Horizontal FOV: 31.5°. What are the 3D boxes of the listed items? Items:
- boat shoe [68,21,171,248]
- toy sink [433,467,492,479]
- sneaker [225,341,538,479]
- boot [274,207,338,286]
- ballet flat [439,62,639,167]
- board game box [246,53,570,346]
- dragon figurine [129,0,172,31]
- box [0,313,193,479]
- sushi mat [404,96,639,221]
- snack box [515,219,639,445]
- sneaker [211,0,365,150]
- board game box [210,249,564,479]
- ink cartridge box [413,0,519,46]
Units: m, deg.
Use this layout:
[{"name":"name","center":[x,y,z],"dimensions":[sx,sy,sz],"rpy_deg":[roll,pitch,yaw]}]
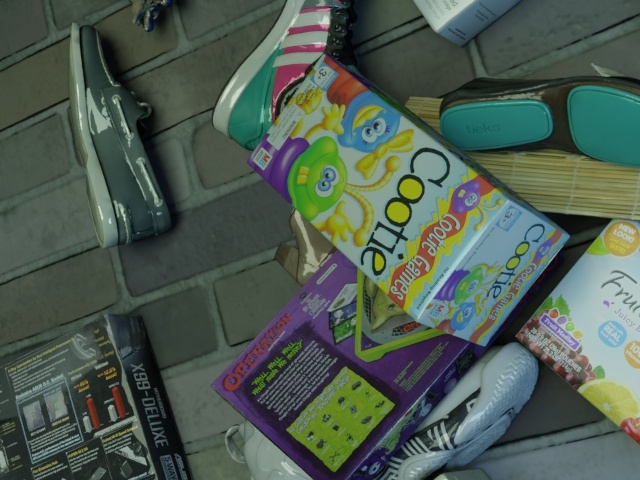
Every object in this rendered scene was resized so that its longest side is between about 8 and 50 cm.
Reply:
[{"name":"boat shoe","center":[-0.269,-0.143,1.487],"dimensions":[0.099,0.116,0.319],"rpy_deg":[-8,70,-17]},{"name":"toy sink","center":[0.100,0.358,1.191],"dimensions":[0.234,0.153,0.131],"rpy_deg":[-45,67,12]},{"name":"sneaker","center":[0.052,0.190,1.250],"dimensions":[0.366,0.137,0.210],"rpy_deg":[-44,66,15]},{"name":"boot","center":[0.000,0.000,1.352],"dimensions":[0.087,0.042,0.118],"rpy_deg":[26,99,20]},{"name":"ballet flat","center":[0.258,-0.138,1.165],"dimensions":[0.281,0.096,0.095],"rpy_deg":[9,129,29]},{"name":"board game box","center":[0.082,-0.042,1.127],"dimensions":[0.275,0.142,0.144],"rpy_deg":[43,102,35]},{"name":"dragon figurine","center":[-0.283,-0.391,1.501],"dimensions":[0.085,0.144,0.289],"rpy_deg":[-44,49,19]},{"name":"box","center":[-0.337,0.263,1.480],"dimensions":[0.307,0.076,0.242],"rpy_deg":[-27,74,23]},{"name":"sushi mat","center":[0.216,-0.091,1.215],"dimensions":[0.317,0.019,0.151],"rpy_deg":[7,56,28]},{"name":"snack box","center":[0.335,0.099,1.147],"dimensions":[0.207,0.070,0.174],"rpy_deg":[43,102,22]},{"name":"sneaker","center":[0.023,-0.206,1.309],"dimensions":[0.178,0.124,0.295],"rpy_deg":[36,96,19]},{"name":"board game box","center":[0.069,0.088,1.201],"dimensions":[0.347,0.056,0.208],"rpy_deg":[-47,54,-10]},{"name":"ink cartridge box","center":[0.184,-0.341,1.253],"dimensions":[0.208,0.087,0.153],"rpy_deg":[-37,72,19]}]
